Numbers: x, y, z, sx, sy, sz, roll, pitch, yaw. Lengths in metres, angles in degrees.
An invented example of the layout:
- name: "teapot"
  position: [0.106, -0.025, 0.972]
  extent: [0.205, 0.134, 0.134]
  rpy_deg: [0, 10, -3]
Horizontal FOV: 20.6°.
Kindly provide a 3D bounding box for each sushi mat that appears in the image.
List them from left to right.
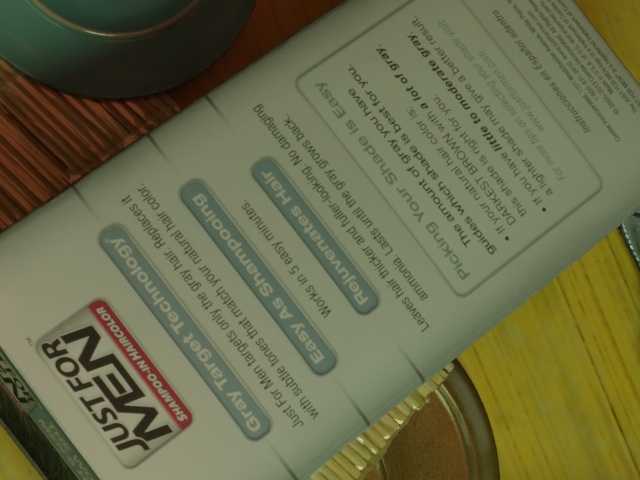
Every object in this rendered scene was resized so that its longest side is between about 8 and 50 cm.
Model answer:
- name: "sushi mat"
  position: [-0.080, 0.017, 0.980]
  extent: [0.316, 0.019, 0.151]
  rpy_deg: [43, 68, -2]

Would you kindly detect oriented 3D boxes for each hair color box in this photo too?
- name: "hair color box"
  position: [0.000, 0.000, 0.939]
  extent: [0.374, 0.113, 0.185]
  rpy_deg: [-36, 87, -24]

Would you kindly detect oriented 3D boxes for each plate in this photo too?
- name: "plate"
  position: [-0.119, -0.173, 0.987]
  extent: [0.188, 0.024, 0.188]
  rpy_deg: [3, 81, -17]

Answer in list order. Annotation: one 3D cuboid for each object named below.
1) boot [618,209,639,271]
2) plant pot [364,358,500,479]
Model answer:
- name: "boot"
  position: [0.231, 0.054, 1.081]
  extent: [0.190, 0.069, 0.086]
  rpy_deg: [48, 68, -10]
- name: "plant pot"
  position: [0.001, 0.141, 1.012]
  extent: [0.236, 0.032, 0.236]
  rpy_deg: [3, 82, -19]
